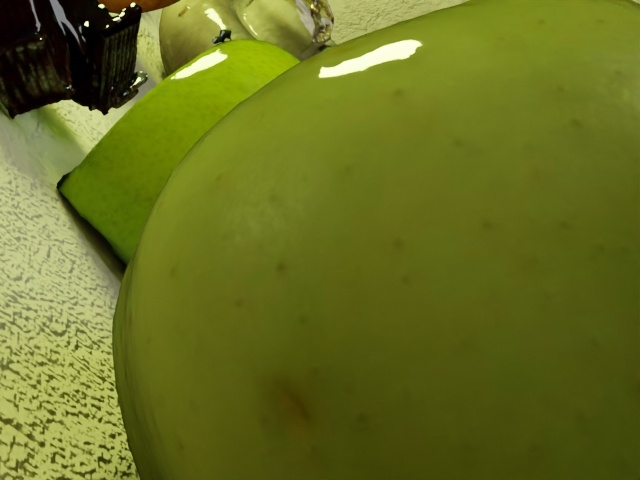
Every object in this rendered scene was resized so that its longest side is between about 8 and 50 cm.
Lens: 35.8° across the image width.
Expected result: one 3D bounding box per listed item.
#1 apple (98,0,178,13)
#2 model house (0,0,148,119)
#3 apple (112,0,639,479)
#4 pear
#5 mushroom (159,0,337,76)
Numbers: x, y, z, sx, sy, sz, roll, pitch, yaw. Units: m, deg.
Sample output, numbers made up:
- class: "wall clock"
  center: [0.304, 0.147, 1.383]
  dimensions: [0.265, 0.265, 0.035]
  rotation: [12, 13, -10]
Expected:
- class: "apple"
  center: [-0.276, -0.460, 1.331]
  dimensions: [0.275, 0.299, 0.299]
  rotation: [18, -24, 50]
- class: "model house"
  center: [-0.251, -0.179, 0.876]
  dimensions: [0.203, 0.141, 0.164]
  rotation: [-41, 118, -62]
- class: "apple"
  center: [0.112, 0.091, 0.588]
  dimensions: [0.474, 0.473, 0.473]
  rotation: [52, 7, -10]
- class: "pear"
  center: [-0.030, -0.012, 0.935]
  dimensions: [0.318, 0.238, 0.342]
  rotation: [45, 7, 4]
- class: "mushroom"
  center: [-0.086, -0.323, 1.645]
  dimensions: [0.362, 0.294, 0.362]
  rotation: [34, 28, -20]
